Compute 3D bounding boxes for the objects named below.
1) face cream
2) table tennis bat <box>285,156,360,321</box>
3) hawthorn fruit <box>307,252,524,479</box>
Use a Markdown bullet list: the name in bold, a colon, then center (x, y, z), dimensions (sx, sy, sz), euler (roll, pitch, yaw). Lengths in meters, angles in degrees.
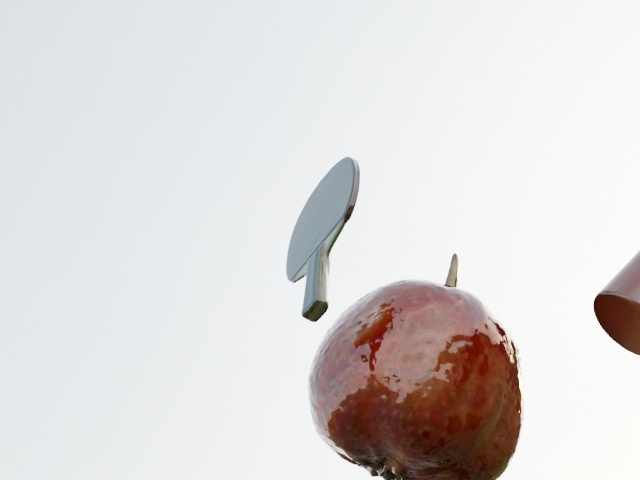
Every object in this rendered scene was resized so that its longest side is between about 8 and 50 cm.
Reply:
- **face cream**: center (0.407, 0.028, 1.230), dimensions (0.214, 0.096, 0.096), euler (-40, -27, -23)
- **table tennis bat**: center (0.000, 0.000, 1.303), dimensions (0.021, 0.274, 0.154), euler (29, -59, -17)
- **hawthorn fruit**: center (0.137, 0.162, 1.432), dimensions (0.287, 0.330, 0.287), euler (17, -23, 8)
